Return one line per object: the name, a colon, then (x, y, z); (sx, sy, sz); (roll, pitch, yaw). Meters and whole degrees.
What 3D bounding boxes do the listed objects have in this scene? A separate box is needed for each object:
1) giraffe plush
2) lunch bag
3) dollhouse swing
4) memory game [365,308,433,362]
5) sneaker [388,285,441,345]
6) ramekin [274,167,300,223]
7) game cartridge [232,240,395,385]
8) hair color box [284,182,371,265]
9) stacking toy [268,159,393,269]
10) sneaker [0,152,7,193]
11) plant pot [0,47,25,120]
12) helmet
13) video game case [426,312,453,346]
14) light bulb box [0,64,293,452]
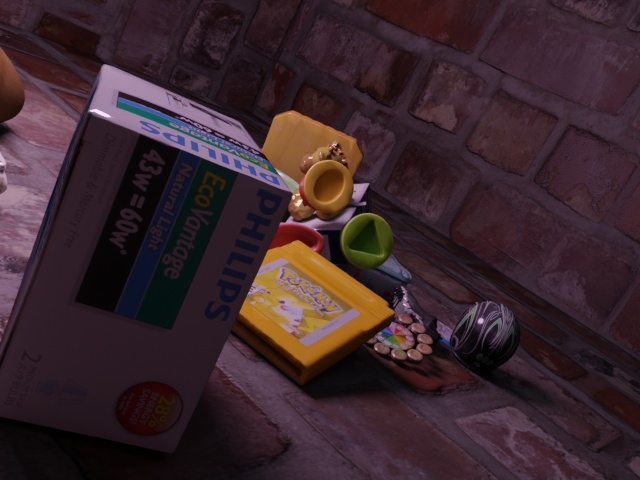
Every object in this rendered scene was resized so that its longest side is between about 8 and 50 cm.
giraffe plush: (0.007, -0.162, 1.693); (0.210, 0.170, 0.181); (-10, 22, -6)
lunch bag: (0.132, 0.063, 1.873); (0.224, 0.107, 0.279); (23, 14, -18)
dollhouse swing: (-0.036, -0.251, 2.129); (0.347, 0.304, 0.315); (24, 17, -1)
memory game: (0.168, 0.211, 1.484); (0.186, 0.012, 0.186); (13, 29, -7)
sneaker: (0.241, 0.198, 1.668); (0.106, 0.078, 0.234); (26, 17, -19)
ramekin: (-0.208, -0.138, 1.868); (0.303, 0.148, 0.303); (26, 14, -7)
game cartridge: (-0.041, 0.119, 1.270); (0.285, 0.052, 0.324); (34, 32, 23)
hair color box: (0.025, -0.050, 1.780); (0.174, 0.105, 0.347); (0, 24, 16)
stacking toy: (0.000, 0.000, 1.549); (0.279, 0.309, 0.130); (42, -13, -15)
sneaker: (-0.610, -0.117, 1.093); (0.169, 0.108, 0.292); (17, 15, -27)
plant pot: (-0.770, -0.346, 1.455); (0.237, 0.237, 0.254); (28, -1, 2)
helmet: (0.420, 0.235, 1.648); (0.169, 0.161, 0.169); (31, 20, -13)
video game case: (0.312, 0.237, 1.780); (0.166, 0.015, 0.119); (33, 14, 20)
light bulb box: (-0.238, 0.002, 0.841); (0.225, 0.357, 0.361); (20, 14, -22)
